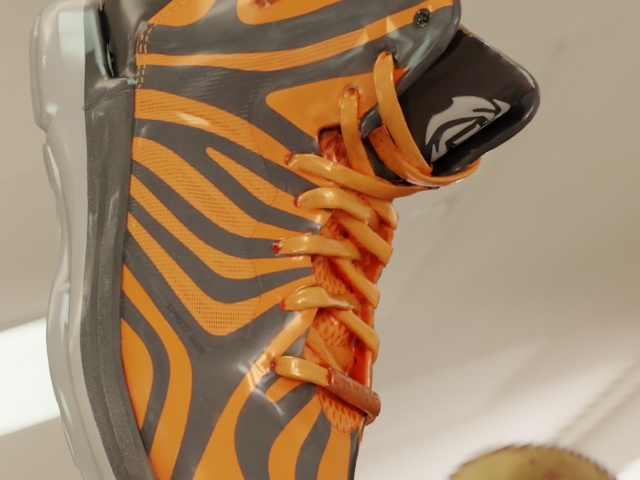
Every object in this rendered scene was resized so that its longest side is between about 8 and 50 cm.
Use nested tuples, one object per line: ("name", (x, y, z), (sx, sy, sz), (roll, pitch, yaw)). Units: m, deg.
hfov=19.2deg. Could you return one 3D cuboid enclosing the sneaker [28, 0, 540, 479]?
("sneaker", (0.000, 0.000, 0.686), (0.180, 0.321, 0.124), (-24, -30, 16))
